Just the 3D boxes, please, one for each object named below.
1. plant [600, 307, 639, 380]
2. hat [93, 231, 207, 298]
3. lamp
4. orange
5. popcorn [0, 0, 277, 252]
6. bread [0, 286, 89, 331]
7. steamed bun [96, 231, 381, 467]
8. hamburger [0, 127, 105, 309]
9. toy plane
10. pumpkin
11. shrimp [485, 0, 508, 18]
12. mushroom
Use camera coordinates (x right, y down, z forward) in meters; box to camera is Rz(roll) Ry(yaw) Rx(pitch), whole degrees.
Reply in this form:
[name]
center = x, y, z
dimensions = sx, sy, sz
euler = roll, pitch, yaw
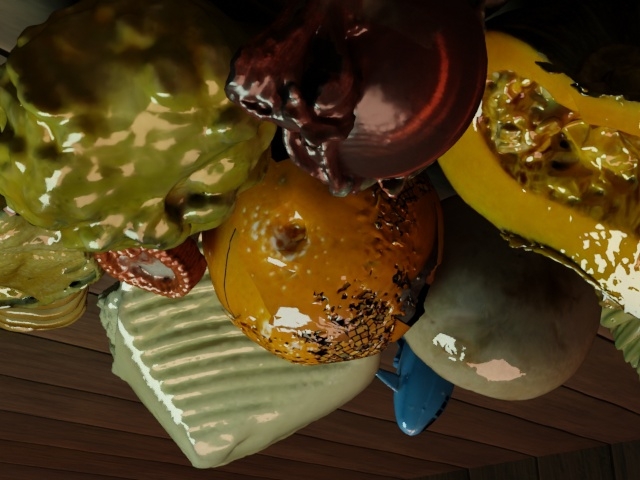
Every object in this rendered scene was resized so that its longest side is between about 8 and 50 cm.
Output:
[plant]
center = 0.413, 0.064, 1.319
dimensions = 0.297, 0.306, 0.261
euler = -23, 140, -31
[hat]
center = -0.140, -0.039, 1.051
dimensions = 0.093, 0.162, 0.112
euler = -2, 146, 30
[lamp]
center = 0.039, -0.135, 0.781
dimensions = 0.151, 0.215, 0.223
euler = 13, 180, 9
[orange]
center = 0.000, 0.000, 1.087
dimensions = 0.234, 0.235, 0.182
euler = -11, 180, 17
[popcorn]
center = -0.128, -0.103, 0.892
dimensions = 0.266, 0.192, 0.233
euler = -21, 152, -27
[bread]
center = -0.337, 0.049, 1.365
dimensions = 0.134, 0.081, 0.225
euler = 0, 160, -8
[steamed bun]
center = -0.092, 0.086, 1.304
dimensions = 0.290, 0.274, 0.272
euler = -18, -173, -7
[hamburger]
center = -0.320, -0.028, 1.095
dimensions = 0.284, 0.134, 0.265
euler = 18, 156, -34
[toy plane]
center = 0.136, 0.102, 1.368
dimensions = 0.105, 0.271, 0.254
euler = 39, 146, -12
[pumpkin]
center = 0.269, -0.067, 0.895
dimensions = 0.232, 0.325, 0.242
euler = -26, 138, -34
[shrimp]
center = 0.102, -0.210, 0.815
dimensions = 0.126, 0.048, 0.223
euler = 18, 153, -25
[mushroom]
center = 0.178, 0.060, 1.202
dimensions = 0.226, 0.227, 0.178
euler = 1, 141, -13
